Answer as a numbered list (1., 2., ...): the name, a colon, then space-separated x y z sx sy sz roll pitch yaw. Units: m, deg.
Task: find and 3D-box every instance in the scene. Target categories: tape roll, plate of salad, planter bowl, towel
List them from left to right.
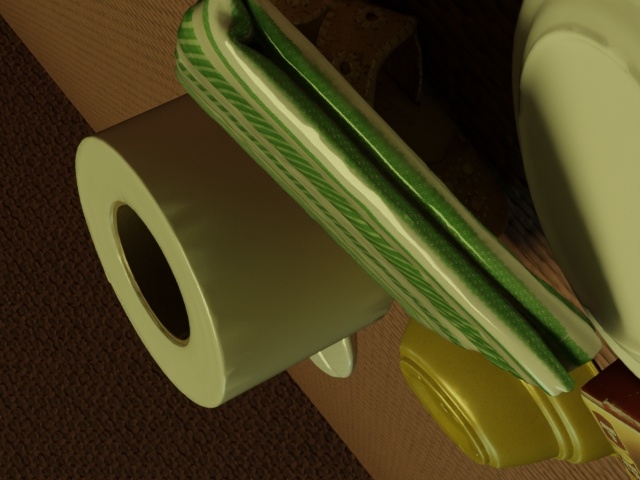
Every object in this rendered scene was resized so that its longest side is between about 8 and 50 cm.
1. tape roll: -0.073 -0.006 1.131 0.246 0.169 0.246 48 154 34
2. towel: 0.017 -0.028 0.730 0.248 0.038 0.325 44 177 -5
3. planter bowl: 0.122 0.101 1.004 0.217 0.090 0.217 50 170 12
4. plate of salad: 0.137 -0.024 0.565 0.200 0.048 0.200 162 90 -76

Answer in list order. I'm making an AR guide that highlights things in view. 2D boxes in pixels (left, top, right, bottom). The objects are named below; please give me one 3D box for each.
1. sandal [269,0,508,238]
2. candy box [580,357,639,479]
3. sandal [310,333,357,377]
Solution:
1. sandal: 0.040 -0.098 0.782 0.240 0.088 0.079 47 140 -9
2. candy box: 0.264 0.186 0.631 0.316 0.087 0.183 57 170 -24
3. sandal: 0.005 -0.001 1.287 0.102 0.076 0.265 -3 104 61
